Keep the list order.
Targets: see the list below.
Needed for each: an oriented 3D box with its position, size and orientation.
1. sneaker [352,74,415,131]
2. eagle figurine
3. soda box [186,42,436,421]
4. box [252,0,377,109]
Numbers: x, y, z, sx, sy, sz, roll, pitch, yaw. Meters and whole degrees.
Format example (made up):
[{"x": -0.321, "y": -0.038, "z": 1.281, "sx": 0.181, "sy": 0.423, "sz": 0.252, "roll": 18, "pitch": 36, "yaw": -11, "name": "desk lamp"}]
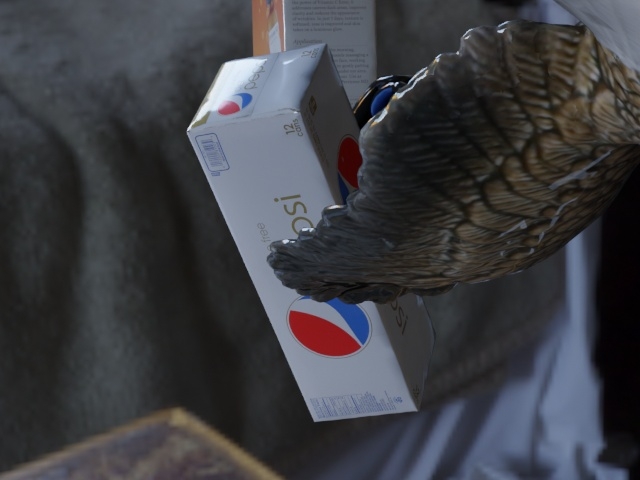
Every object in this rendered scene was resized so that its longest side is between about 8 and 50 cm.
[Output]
[{"x": 0.104, "y": -0.075, "z": 0.985, "sx": 0.217, "sy": 0.121, "sz": 0.079, "roll": -32, "pitch": 59, "yaw": 22, "name": "sneaker"}, {"x": 0.116, "y": -0.034, "z": 0.510, "sx": 0.225, "sy": 0.298, "sz": 0.226, "roll": -11, "pitch": 40, "yaw": -21, "name": "eagle figurine"}, {"x": 0.000, "y": 0.000, "z": 0.960, "sx": 0.069, "sy": 0.216, "sz": 0.074, "roll": -8, "pitch": 35, "yaw": 21, "name": "soda box"}, {"x": -0.007, "y": -0.191, "z": 1.592, "sx": 0.091, "sy": 0.170, "sz": 0.130, "roll": -3, "pitch": 4, "yaw": -14, "name": "box"}]
